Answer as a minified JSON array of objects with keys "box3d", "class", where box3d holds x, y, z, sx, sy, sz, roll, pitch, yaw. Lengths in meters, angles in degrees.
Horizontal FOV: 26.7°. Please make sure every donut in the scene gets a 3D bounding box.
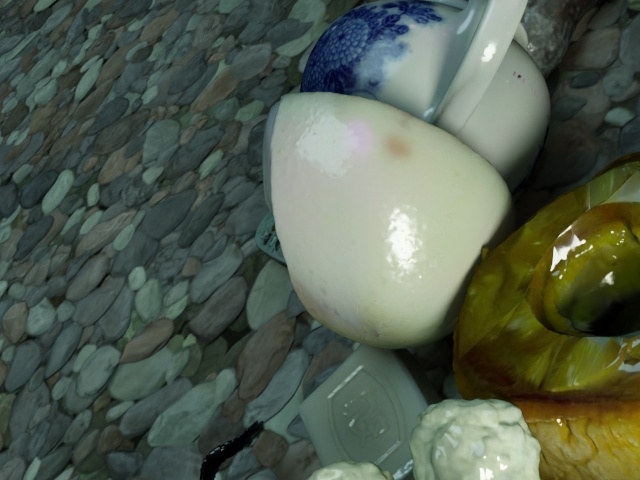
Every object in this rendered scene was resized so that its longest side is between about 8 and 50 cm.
[{"box3d":[0.260,0.057,1.064,0.330,0.160,0.330,-27,32,18],"class":"donut"}]

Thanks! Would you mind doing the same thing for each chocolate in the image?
[{"box3d":[0.252,-0.272,1.478,0.248,0.110,0.110,-52,33,-11],"class":"chocolate"}]

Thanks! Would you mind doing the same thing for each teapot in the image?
[{"box3d":[0.115,-0.162,1.360,0.424,0.252,0.280,137,154,-73],"class":"teapot"}]

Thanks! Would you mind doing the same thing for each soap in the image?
[{"box3d":[0.059,0.179,1.245,0.121,0.064,0.183,-44,32,9],"class":"soap"}]

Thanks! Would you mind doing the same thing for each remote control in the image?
[{"box3d":[-0.002,-0.001,1.527,0.097,0.045,0.256,-50,30,-7],"class":"remote control"}]

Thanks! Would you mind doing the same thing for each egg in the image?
[{"box3d":[0.055,0.006,1.209,0.206,0.271,0.162,-5,52,41],"class":"egg"}]

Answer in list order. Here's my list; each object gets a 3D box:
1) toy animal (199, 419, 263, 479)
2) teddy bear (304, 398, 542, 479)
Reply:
[{"box3d":[-0.121,0.265,1.318,0.220,0.108,0.062,-50,39,-2],"class":"toy animal"},{"box3d":[0.012,0.286,0.869,0.327,0.362,0.375,-33,61,32],"class":"teddy bear"}]
